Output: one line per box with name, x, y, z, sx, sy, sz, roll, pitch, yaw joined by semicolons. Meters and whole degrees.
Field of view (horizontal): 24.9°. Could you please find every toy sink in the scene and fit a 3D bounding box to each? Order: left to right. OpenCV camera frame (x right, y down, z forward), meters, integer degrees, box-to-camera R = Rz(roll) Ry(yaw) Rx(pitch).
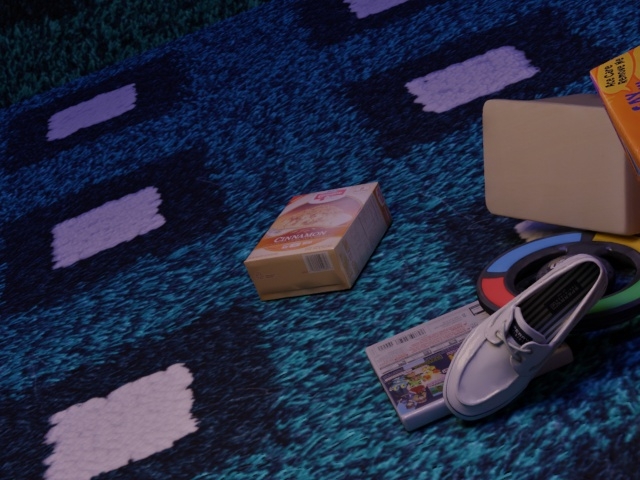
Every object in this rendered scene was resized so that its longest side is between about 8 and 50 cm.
toy sink;0.332;-0.102;1.804;0.131;0.152;0.234;-11;13;-37

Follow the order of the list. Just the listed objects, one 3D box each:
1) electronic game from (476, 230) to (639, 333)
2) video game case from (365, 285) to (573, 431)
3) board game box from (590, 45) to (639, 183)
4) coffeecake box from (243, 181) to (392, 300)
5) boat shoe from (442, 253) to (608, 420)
electronic game;0.293;0.043;1.664;0.229;0.048;0.229;-10;24;4
video game case;0.165;0.131;1.653;0.201;0.023;0.183;-22;24;-3
board game box;0.492;-0.022;1.236;0.356;0.356;0.356;-26;23;11
coffeecake box;0.000;0.000;2.008;0.142;0.068;0.185;-9;26;28
boat shoe;0.211;0.095;1.527;0.226;0.083;0.076;-49;-13;-2
